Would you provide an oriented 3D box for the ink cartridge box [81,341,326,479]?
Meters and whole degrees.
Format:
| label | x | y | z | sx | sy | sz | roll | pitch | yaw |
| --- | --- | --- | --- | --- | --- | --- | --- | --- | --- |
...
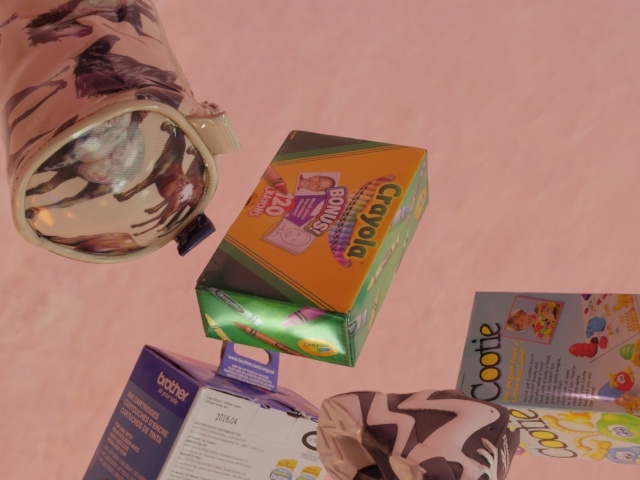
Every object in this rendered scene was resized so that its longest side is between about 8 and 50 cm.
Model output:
| label | x | y | z | sx | sy | sz | roll | pitch | yaw |
| --- | --- | --- | --- | --- | --- | --- | --- | --- | --- |
| ink cartridge box | -0.146 | 0.305 | 1.509 | 0.151 | 0.270 | 0.395 | 28 | 92 | 46 |

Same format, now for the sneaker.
| label | x | y | z | sx | sy | sz | roll | pitch | yaw |
| --- | --- | --- | --- | --- | --- | --- | --- | --- | --- |
| sneaker | 0.118 | 0.184 | 0.901 | 0.235 | 0.153 | 0.094 | 33 | 126 | 49 |

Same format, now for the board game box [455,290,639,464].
| label | x | y | z | sx | sy | sz | roll | pitch | yaw |
| --- | --- | --- | --- | --- | --- | --- | --- | --- | --- |
| board game box | 0.306 | 0.151 | 1.291 | 0.275 | 0.142 | 0.144 | 0 | 58 | 28 |

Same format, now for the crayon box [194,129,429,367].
| label | x | y | z | sx | sy | sz | roll | pitch | yaw |
| --- | --- | --- | --- | --- | --- | --- | --- | --- | --- |
| crayon box | 0.000 | 0.000 | 1.271 | 0.165 | 0.278 | 0.081 | 10 | 133 | 18 |

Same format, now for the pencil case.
| label | x | y | z | sx | sy | sz | roll | pitch | yaw |
| --- | --- | --- | --- | --- | --- | --- | --- | --- | --- |
| pencil case | -0.197 | -0.156 | 1.052 | 0.183 | 0.410 | 0.160 | -17 | 132 | -6 |
